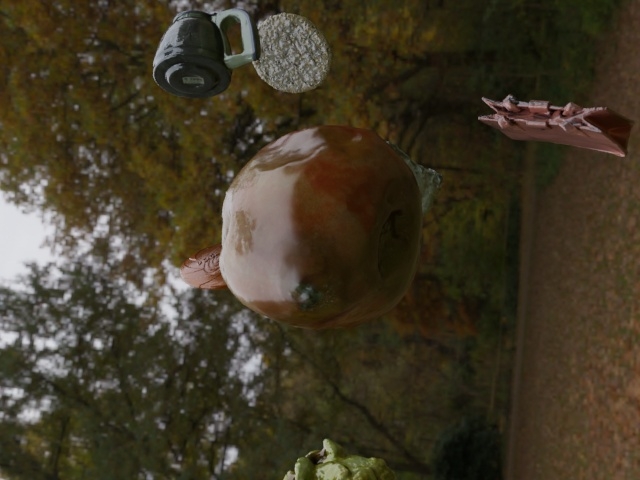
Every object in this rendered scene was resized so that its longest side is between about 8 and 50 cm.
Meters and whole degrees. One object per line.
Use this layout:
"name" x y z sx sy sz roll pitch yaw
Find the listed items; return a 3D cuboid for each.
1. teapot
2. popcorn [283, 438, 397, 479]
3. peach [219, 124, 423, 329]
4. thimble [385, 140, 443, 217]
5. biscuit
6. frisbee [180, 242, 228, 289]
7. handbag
"teapot" -0.168 -0.276 1.187 0.111 0.149 0.108 17 -119 -38
"popcorn" 0.049 0.492 1.611 0.256 0.255 0.195 145 142 -68
"peach" 0.000 0.000 0.856 0.235 0.214 0.214 -65 -24 -59
"thimble" 0.101 -0.073 1.424 0.190 0.143 0.137 -48 14 26
"biscuit" -0.052 -0.329 1.488 0.020 0.152 0.152 -65 -23 -54
"frisbee" -0.176 0.035 1.613 0.192 0.192 0.035 -64 -31 -61
"handbag" 0.380 -0.188 1.362 0.157 0.212 0.059 9 -86 -52
